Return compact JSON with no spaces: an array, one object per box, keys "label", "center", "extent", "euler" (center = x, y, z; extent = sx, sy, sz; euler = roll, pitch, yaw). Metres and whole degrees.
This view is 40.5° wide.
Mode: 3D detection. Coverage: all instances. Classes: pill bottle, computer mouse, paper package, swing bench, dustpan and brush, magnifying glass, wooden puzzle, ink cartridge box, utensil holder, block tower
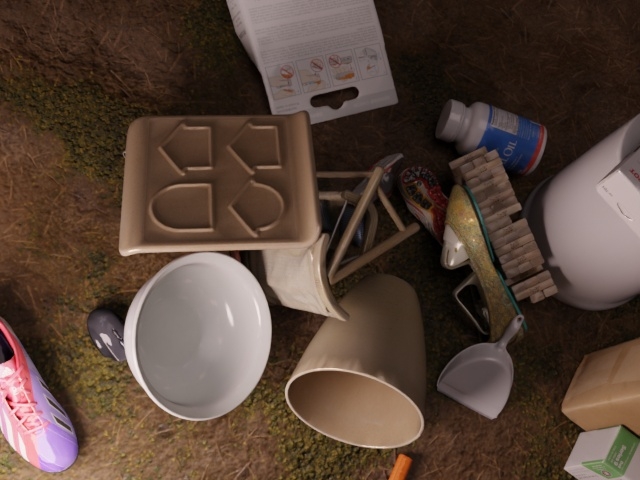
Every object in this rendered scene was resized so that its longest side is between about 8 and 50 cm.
[{"label":"pill bottle","center":[0.370,-0.230,1.900],"extent":[0.221,0.124,0.124],"euler":[18,68,-8]},{"label":"computer mouse","center":[-0.341,0.219,1.598],"extent":[0.242,0.041,0.071],"euler":[46,66,3]},{"label":"paper package","center":[0.691,0.337,1.686],"extent":[0.309,0.325,0.168],"euler":[37,67,-2]},{"label":"swing bench","center":[0.000,0.000,1.626],"extent":[0.255,0.253,0.165],"euler":[-48,119,-25]},{"label":"dustpan and brush","center":[0.344,0.239,1.731],"extent":[0.147,0.211,0.060],"euler":[29,24,-7]},{"label":"magnifying glass","center":[0.117,0.513,1.633],"extent":[0.092,0.026,0.231],"euler":[29,69,-4]},{"label":"wooden puzzle","center":[-0.181,-0.098,1.573],"extent":[0.348,0.080,0.322],"euler":[-4,52,-2]},{"label":"ink cartridge box","center":[-0.022,-0.450,1.912],"extent":[0.308,0.091,0.385],"euler":[-17,93,-20]},{"label":"ink cartridge box","center":[0.603,-0.110,1.527],"extent":[0.190,0.082,0.139],"euler":[-39,85,-24]},{"label":"ink cartridge box","center":[0.617,0.468,1.710],"extent":[0.212,0.154,0.093],"euler":[35,66,-2]},{"label":"utensil holder","center":[0.634,-0.061,1.772],"extent":[0.327,0.385,0.327],"euler":[5,70,-13]},{"label":"block tower","center":[0.376,-0.029,1.806],"extent":[0.091,0.097,0.335],"euler":[-25,91,-6]}]

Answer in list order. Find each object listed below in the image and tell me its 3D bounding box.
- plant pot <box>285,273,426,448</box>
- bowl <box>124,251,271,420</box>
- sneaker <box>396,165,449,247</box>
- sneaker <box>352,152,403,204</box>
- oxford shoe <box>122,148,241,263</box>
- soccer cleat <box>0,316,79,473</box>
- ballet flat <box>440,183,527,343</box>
[{"label":"plant pot","center":[0.093,0.205,1.632],"extent":[0.256,0.256,0.274],"euler":[24,50,-6]},{"label":"bowl","center":[-0.242,0.167,1.563],"extent":[0.298,0.134,0.298],"euler":[2,86,-44]},{"label":"sneaker","center":[0.243,-0.065,1.831],"extent":[0.088,0.093,0.225],"euler":[-37,102,-10]},{"label":"sneaker","center":[0.130,-0.121,1.844],"extent":[0.158,0.061,0.065],"euler":[-47,115,-22]},{"label":"oxford shoe","center":[-0.265,-0.057,1.678],"extent":[0.130,0.123,0.348],"euler":[-25,69,-18]},{"label":"soccer cleat","center":[-0.523,0.259,1.493],"extent":[0.108,0.116,0.318],"euler":[-30,81,-22]},{"label":"ballet flat","center":[0.308,0.062,1.753],"extent":[0.123,0.123,0.348],"euler":[-28,101,-22]}]
